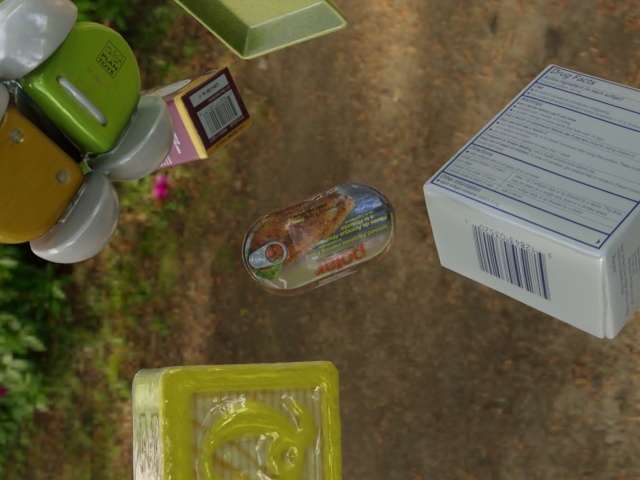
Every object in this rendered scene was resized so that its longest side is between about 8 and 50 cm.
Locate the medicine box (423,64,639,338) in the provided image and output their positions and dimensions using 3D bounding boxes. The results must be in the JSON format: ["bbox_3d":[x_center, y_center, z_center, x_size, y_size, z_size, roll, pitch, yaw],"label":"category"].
[{"bbox_3d":[0.326,-0.060,1.474,0.263,0.289,0.149,25,146,38],"label":"medicine box"}]

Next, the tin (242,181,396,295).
[{"bbox_3d":[0.000,0.000,1.405,0.040,0.190,0.106,75,173,-64],"label":"tin"}]

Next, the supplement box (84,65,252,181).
[{"bbox_3d":[-0.192,-0.137,1.411,0.188,0.104,0.080,-10,112,36],"label":"supplement box"}]

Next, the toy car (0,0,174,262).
[{"bbox_3d":[-0.210,-0.080,0.852,0.136,0.159,0.182,4,56,49],"label":"toy car"}]

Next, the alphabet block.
[{"bbox_3d":[-0.094,0.228,1.255,0.197,0.192,0.193,157,111,-72],"label":"alphabet block"}]

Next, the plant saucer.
[{"bbox_3d":[-0.086,-0.330,1.551,0.188,0.188,0.045,-11,56,36],"label":"plant saucer"}]
